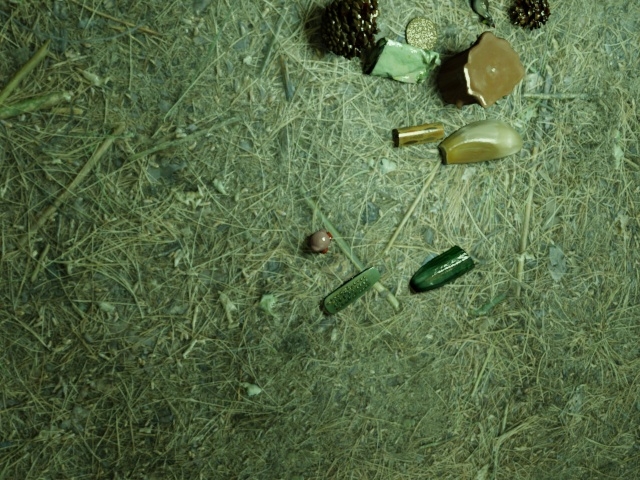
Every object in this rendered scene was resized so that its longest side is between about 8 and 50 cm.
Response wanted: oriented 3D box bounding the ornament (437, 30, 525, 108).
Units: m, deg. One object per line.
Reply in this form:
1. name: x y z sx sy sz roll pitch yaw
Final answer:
1. ornament: 0.520 -0.550 1.804 0.221 0.217 0.235 -7 99 -14

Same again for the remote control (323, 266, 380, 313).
1. remote control: 0.109 0.169 1.883 0.222 0.042 0.072 -36 105 -7

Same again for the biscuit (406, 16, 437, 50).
1. biscuit: 0.343 -0.696 1.842 0.120 0.015 0.120 -2 98 -14

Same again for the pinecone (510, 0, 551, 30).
1. pinecone: 0.722 -0.789 1.875 0.121 0.140 0.140 -15 102 7

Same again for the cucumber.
1. cucumber: 0.437 0.117 1.956 0.244 0.063 0.115 -30 103 -8

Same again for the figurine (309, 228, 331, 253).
1. figurine: 0.000 0.000 1.818 0.071 0.067 0.083 20 75 -37

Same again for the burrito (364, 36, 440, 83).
1. burrito: 0.273 -0.591 1.793 0.229 0.144 0.089 6 56 -22

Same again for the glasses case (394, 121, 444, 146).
1. glasses case: 0.341 -0.365 1.874 0.170 0.041 0.064 -11 101 -14

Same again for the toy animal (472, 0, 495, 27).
1. toy animal: 0.547 -0.813 1.856 0.105 0.070 0.202 -40 104 -20

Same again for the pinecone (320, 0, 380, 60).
1. pinecone: 0.104 -0.668 1.704 0.204 0.179 0.184 -19 121 -25

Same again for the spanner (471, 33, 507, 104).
1. spanner: 0.597 -0.602 1.923 0.054 0.015 0.254 -29 104 -8

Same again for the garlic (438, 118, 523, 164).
1. garlic: 0.571 -0.348 1.916 0.318 0.112 0.143 -11 103 -2
